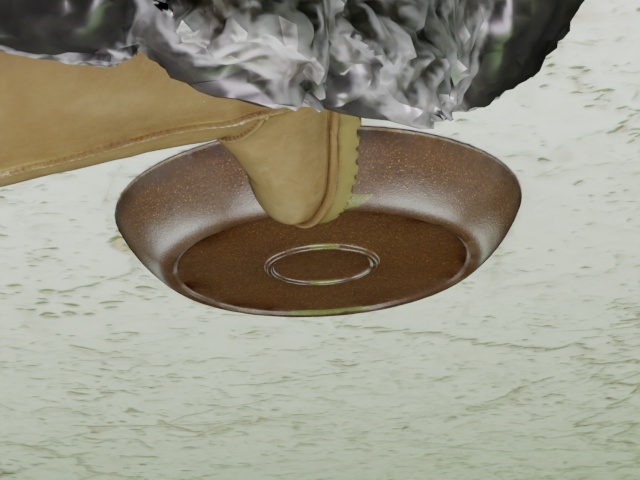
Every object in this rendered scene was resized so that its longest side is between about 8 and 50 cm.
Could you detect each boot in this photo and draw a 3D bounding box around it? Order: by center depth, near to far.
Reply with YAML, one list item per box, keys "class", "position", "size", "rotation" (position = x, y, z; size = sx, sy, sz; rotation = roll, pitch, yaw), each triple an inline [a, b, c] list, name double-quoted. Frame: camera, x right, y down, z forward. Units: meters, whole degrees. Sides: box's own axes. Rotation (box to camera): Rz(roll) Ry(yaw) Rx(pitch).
- class: "boot"
  position: [-0.113, -0.063, 0.823]
  size: [0.269, 0.089, 0.236]
  rotation: [-14, 149, -16]

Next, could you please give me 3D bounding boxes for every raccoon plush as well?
- class: "raccoon plush"
  position: [-0.068, -0.219, 0.483]
  size: [0.446, 0.299, 0.216]
  rotation: [21, -165, 40]

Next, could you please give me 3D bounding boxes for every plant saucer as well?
- class: "plant saucer"
  position: [0.000, 0.000, 1.133]
  size: [0.310, 0.050, 0.310]
  rotation: [-3, 160, -1]
